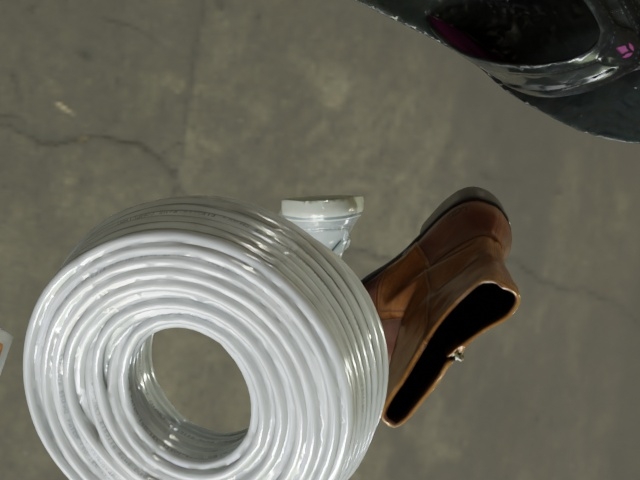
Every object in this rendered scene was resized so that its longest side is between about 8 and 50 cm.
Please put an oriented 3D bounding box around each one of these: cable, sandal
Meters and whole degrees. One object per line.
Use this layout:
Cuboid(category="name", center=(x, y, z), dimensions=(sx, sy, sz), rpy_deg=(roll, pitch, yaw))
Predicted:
Cuboid(category="cable", center=(-0.084, 0.094, 1.059), dimensions=(0.257, 0.257, 0.089), rpy_deg=(-50, 177, 27))
Cuboid(category="sandal", center=(0.166, -0.203, 1.307), dimensions=(0.107, 0.445, 0.168), rpy_deg=(-31, 142, -61))

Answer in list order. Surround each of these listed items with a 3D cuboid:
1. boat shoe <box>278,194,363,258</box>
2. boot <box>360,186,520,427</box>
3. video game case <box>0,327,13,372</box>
Cuboid(category="boat shoe", center=(-0.001, 0.000, 1.469), dimensions=(0.227, 0.079, 0.081), rpy_deg=(144, -57, -82))
Cuboid(category="boot", center=(0.081, 0.097, 1.286), dimensions=(0.096, 0.264, 0.280), rpy_deg=(42, 17, -10))
Cuboid(category="video game case", center=(-0.356, 0.142, 1.147), dimensions=(0.269, 0.061, 0.244), rpy_deg=(52, 50, -64))
